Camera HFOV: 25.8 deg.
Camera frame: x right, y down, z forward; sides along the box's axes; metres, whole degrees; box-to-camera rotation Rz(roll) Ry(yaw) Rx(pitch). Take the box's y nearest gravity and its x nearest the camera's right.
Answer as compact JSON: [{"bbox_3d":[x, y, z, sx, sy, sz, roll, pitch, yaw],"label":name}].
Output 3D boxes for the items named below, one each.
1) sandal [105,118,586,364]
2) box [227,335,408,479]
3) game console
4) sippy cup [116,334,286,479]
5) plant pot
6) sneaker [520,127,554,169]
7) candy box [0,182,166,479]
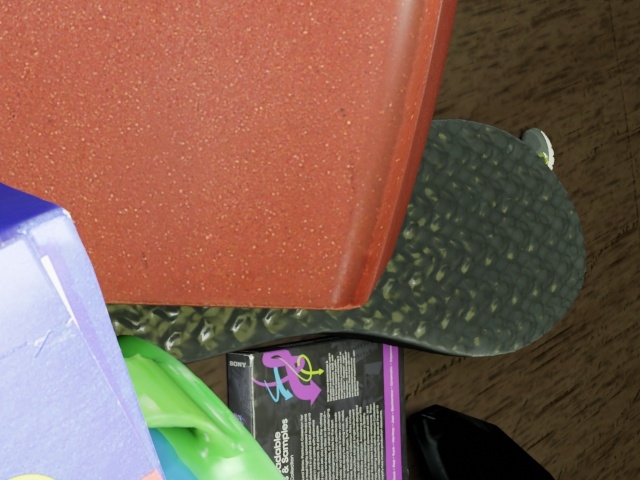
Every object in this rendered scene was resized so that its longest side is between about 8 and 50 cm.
[{"bbox_3d":[-0.001,-0.002,0.952,0.445,0.107,0.168,0,93,-34],"label":"sandal"},{"bbox_3d":[0.001,0.128,0.996,0.162,0.029,0.116,-4,94,-48],"label":"box"},{"bbox_3d":[0.180,0.289,1.017,0.213,0.044,0.361,38,24,-48],"label":"game console"},{"bbox_3d":[-0.131,0.203,0.723,0.224,0.240,0.305,-34,110,-24],"label":"sippy cup"},{"bbox_3d":[-0.060,-0.096,0.680,0.267,0.267,0.236,-44,135,-81],"label":"plant pot"},{"bbox_3d":[0.172,-0.054,1.169,0.035,0.031,0.083,9,85,-46],"label":"sneaker"},{"bbox_3d":[-0.232,0.073,0.485,0.268,0.317,0.122,-27,109,-21],"label":"candy box"}]
